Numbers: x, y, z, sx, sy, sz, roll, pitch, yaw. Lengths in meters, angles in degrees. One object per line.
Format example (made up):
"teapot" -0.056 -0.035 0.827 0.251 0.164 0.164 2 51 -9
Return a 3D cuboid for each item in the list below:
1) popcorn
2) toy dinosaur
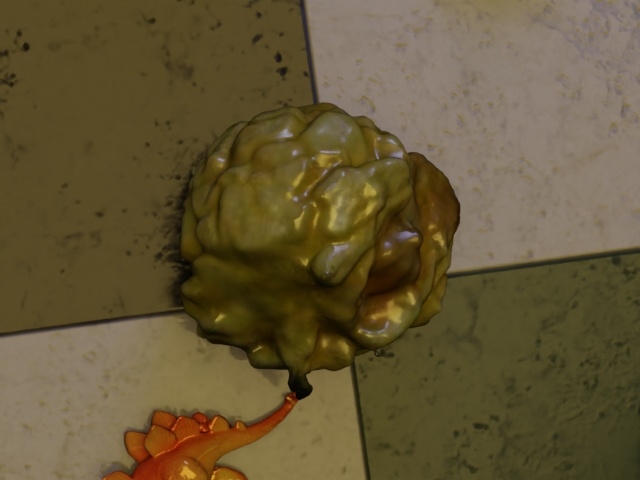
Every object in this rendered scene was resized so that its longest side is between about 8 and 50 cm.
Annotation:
"popcorn" -0.007 0.005 1.651 0.249 0.249 0.225 20 61 -6
"toy dinosaur" -0.128 0.211 1.721 0.117 0.070 0.288 37 80 -4
